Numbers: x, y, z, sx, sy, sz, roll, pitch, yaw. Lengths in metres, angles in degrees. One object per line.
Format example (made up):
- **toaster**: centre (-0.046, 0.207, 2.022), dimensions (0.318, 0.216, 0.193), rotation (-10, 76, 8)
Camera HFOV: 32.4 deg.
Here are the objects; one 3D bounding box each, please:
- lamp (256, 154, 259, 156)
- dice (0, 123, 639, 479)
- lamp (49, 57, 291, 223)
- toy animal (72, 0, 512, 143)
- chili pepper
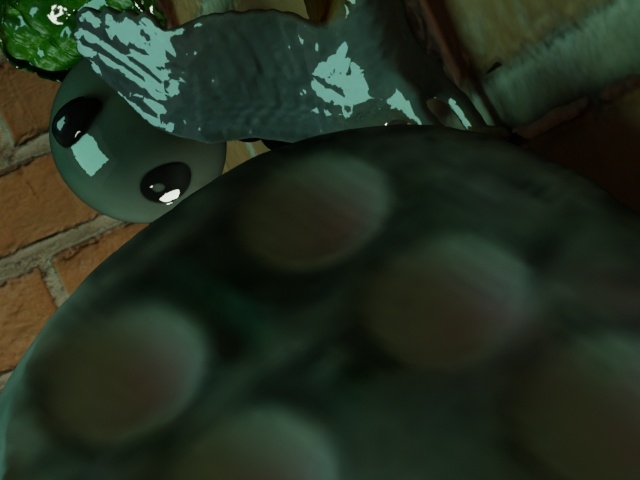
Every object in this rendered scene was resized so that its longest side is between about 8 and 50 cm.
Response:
- **lamp**: centre (0.000, 0.004, 1.018), dimensions (0.157, 0.135, 0.156), rotation (42, -140, -47)
- **dice**: centre (0.040, 0.169, 0.581), dimensions (0.328, 0.330, 0.348), rotation (37, 152, 34)
- **lamp**: centre (-0.145, -0.117, 1.090), dimensions (0.198, 0.244, 0.197), rotation (160, 90, -79)
- **toy animal**: centre (0.029, -0.161, 0.700), dimensions (0.302, 0.225, 0.284), rotation (50, 144, 7)
- **chili pepper**: centre (-0.322, -0.350, 1.536), dimensions (0.385, 0.213, 0.167), rotation (-21, 50, 58)
